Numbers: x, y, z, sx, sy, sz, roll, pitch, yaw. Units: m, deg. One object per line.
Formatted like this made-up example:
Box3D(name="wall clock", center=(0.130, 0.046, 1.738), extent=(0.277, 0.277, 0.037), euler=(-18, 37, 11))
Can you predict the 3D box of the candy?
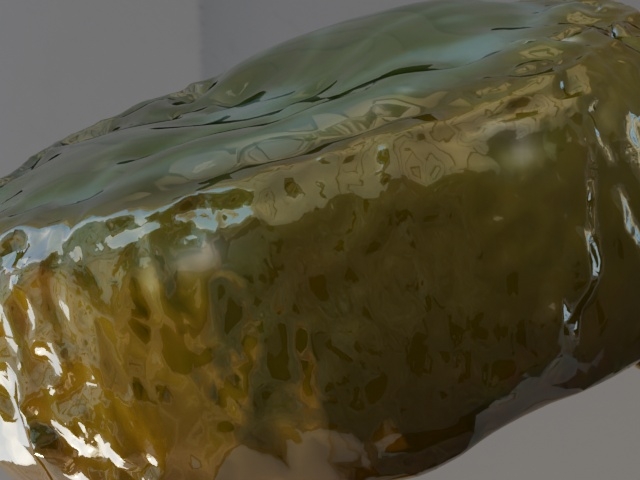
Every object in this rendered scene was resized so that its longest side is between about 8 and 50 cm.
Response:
Box3D(name="candy", center=(0.000, 0.000, 0.605), extent=(0.260, 0.260, 0.118), euler=(-22, -77, -12))
